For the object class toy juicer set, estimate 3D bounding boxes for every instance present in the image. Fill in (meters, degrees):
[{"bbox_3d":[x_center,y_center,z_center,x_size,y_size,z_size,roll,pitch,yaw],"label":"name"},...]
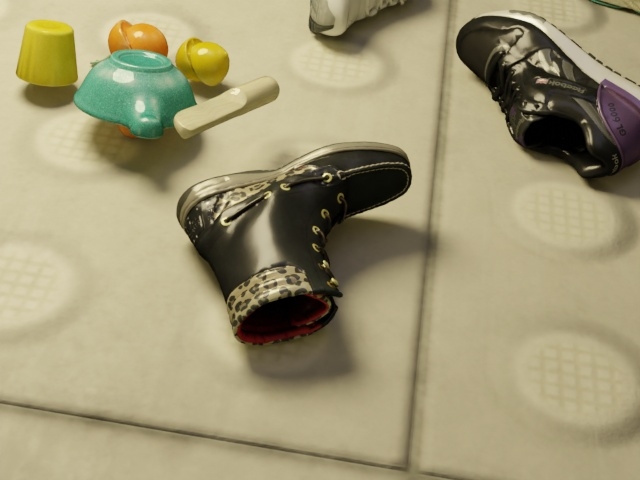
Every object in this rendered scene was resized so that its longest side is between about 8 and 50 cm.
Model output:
[{"bbox_3d":[-0.169,-0.161,1.181,0.209,0.089,0.329,-15,34,-43],"label":"toy juicer set"}]

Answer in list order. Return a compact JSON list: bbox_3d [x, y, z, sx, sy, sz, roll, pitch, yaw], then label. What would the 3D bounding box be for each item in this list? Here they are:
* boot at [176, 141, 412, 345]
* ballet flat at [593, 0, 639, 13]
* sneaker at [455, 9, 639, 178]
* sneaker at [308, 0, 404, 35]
[{"bbox_3d":[-0.001,0.001,1.003,0.236,0.085,0.178,-13,45,-14],"label":"boot"},{"bbox_3d":[0.443,-0.352,1.516,0.168,0.052,0.057,26,43,22],"label":"ballet flat"},{"bbox_3d":[0.247,-0.171,1.235,0.124,0.107,0.283,-33,53,-30],"label":"sneaker"},{"bbox_3d":[0.066,-0.356,1.430,0.129,0.111,0.297,19,42,6],"label":"sneaker"}]
